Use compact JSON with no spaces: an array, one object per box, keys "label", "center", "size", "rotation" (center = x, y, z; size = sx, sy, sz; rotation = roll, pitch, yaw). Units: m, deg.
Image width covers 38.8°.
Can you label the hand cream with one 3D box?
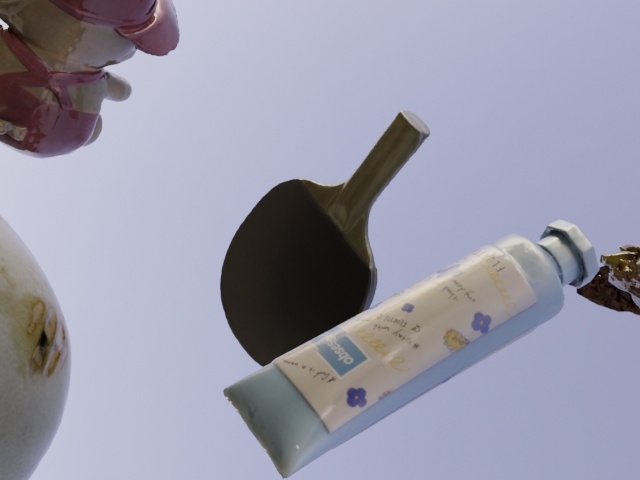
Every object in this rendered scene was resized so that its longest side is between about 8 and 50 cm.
[{"label":"hand cream","center":[0.045,0.042,0.393],"size":[0.065,0.171,0.043],"rotation":[39,-28,54]}]

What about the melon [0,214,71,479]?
[{"label":"melon","center":[-0.319,0.060,0.554],"size":[0.268,0.330,0.268],"rotation":[-34,-145,27]}]

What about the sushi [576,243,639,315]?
[{"label":"sushi","center":[0.371,0.002,0.904],"size":[0.167,0.296,0.179],"rotation":[-38,-101,-6]}]

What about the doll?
[{"label":"doll","center":[-0.249,-0.208,0.900],"size":[0.152,0.196,0.256],"rotation":[46,-64,26]}]

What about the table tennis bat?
[{"label":"table tennis bat","center":[0.000,0.000,0.702],"size":[0.138,0.022,0.246],"rotation":[51,-59,24]}]
